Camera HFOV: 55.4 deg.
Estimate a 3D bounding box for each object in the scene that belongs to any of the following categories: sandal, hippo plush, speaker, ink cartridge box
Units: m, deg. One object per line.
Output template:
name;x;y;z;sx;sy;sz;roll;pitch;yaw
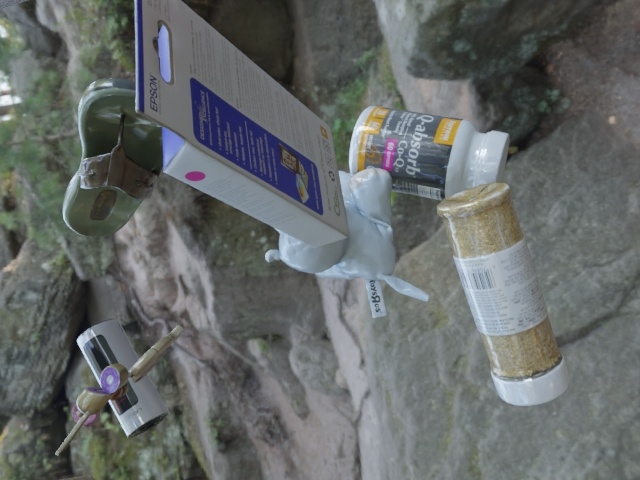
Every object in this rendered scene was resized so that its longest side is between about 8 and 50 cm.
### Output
sandal;-0.251;-0.080;0.766;0.302;0.120;0.086;-53;38;46
hippo plush;0.000;0.000;1.077;0.234;0.237;0.294;-27;69;42
speaker;-0.237;0.165;0.733;0.136;0.055;0.055;56;170;15
ink cartridge box;-0.089;-0.125;0.695;0.371;0.069;0.175;31;-135;-56

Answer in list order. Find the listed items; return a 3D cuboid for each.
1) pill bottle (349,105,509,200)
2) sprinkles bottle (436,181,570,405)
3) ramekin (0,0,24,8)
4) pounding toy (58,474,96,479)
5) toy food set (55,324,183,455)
pill bottle;0.208;-0.162;1.174;0.162;0.279;0.162;12;-90;-70
sprinkles bottle;0.300;0.088;0.995;0.121;0.121;0.355;-120;9;-79
ramekin;-0.414;-0.384;0.734;0.272;0.273;0.127;-105;2;-46
pounding toy;-0.257;0.397;0.746;0.206;0.094;0.181;41;164;10
toy food set;-0.166;0.115;0.492;0.019;0.078;0.122;42;-152;2
